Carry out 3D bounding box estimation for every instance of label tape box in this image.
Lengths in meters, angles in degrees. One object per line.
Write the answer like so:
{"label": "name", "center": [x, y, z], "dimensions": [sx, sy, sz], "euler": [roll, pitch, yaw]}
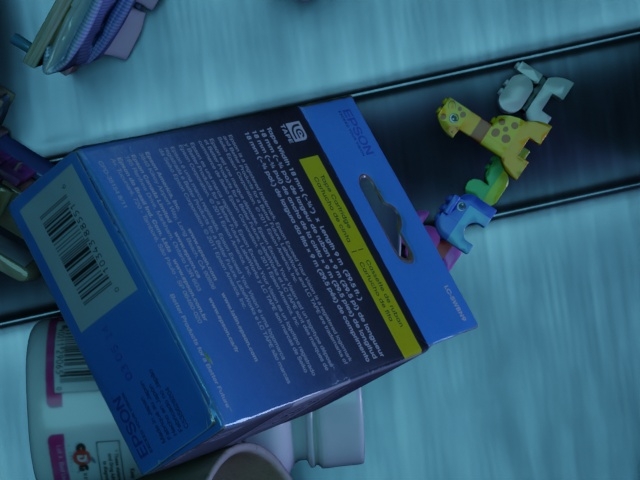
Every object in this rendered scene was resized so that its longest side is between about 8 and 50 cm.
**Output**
{"label": "label tape box", "center": [-0.054, 0.026, 1.516], "dimensions": [0.106, 0.334, 0.240], "euler": [-36, 77, 38]}

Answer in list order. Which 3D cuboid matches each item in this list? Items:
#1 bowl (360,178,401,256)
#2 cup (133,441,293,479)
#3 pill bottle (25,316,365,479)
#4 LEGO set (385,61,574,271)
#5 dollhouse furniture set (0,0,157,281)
{"label": "bowl", "center": [0.000, 0.000, 1.682], "dimensions": [0.142, 0.053, 0.142], "euler": [1, 63, -1]}
{"label": "cup", "center": [-0.147, 0.341, 1.517], "dimensions": [0.237, 0.331, 0.331], "euler": [-9, 90, 18]}
{"label": "pill bottle", "center": [-0.106, 0.139, 1.645], "dimensions": [0.283, 0.160, 0.160], "euler": [-3, 90, -1]}
{"label": "LEGO set", "center": [0.131, -0.075, 1.686], "dimensions": [0.093, 0.087, 0.227], "euler": [34, 89, -1]}
{"label": "dollhouse furniture set", "center": [-0.167, -0.123, 1.580], "dimensions": [0.198, 0.286, 0.303], "euler": [30, 101, -1]}
